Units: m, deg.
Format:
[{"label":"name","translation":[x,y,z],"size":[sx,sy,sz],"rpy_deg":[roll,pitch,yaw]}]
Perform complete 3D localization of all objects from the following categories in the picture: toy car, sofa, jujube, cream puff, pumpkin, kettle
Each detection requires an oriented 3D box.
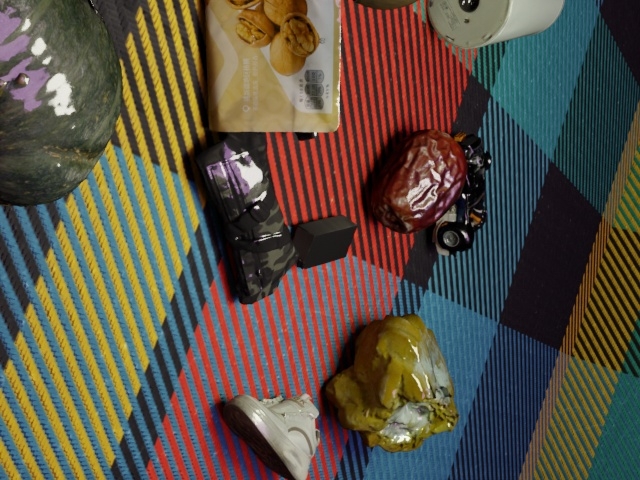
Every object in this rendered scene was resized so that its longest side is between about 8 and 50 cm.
[{"label":"toy car","translation":[0.346,-0.118,1.959],"size":[0.193,0.118,0.301],"rpy_deg":[-38,131,-51]},{"label":"sofa","translation":[0.000,0.000,1.603],"size":[0.147,0.060,0.085],"rpy_deg":[-16,132,-49]},{"label":"jujube","translation":[0.220,-0.132,1.736],"size":[0.243,0.183,0.183],"rpy_deg":[-53,139,-27]},{"label":"cream puff","translation":[0.152,0.312,1.798],"size":[0.323,0.270,0.274],"rpy_deg":[56,25,-48]},{"label":"pumpkin","translation":[-0.369,-0.188,0.842],"size":[0.327,0.291,0.257],"rpy_deg":[78,23,-47]},{"label":"kettle","translation":[0.419,-0.572,1.785],"size":[0.318,0.205,0.265],"rpy_deg":[-21,143,-48]}]

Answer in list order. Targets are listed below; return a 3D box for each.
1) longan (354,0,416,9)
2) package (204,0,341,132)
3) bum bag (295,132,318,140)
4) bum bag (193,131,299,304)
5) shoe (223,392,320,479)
[{"label":"longan","translation":[0.123,-0.547,1.345],"size":[0.319,0.319,0.319],"rpy_deg":[-24,121,-47]},{"label":"package","translation":[-0.075,-0.344,1.315],"size":[0.165,0.221,0.311],"rpy_deg":[-93,-178,-72]},{"label":"bum bag","translation":[-0.005,-0.274,1.455],"size":[0.049,0.087,0.197],"rpy_deg":[18,87,-36]},{"label":"bum bag","translation":[-0.118,-0.039,1.392],"size":[0.144,0.095,0.340],"rpy_deg":[-31,126,-24]},{"label":"shoe","translation":[-0.073,0.362,1.586],"size":[0.159,0.124,0.316],"rpy_deg":[-53,145,-26]}]
